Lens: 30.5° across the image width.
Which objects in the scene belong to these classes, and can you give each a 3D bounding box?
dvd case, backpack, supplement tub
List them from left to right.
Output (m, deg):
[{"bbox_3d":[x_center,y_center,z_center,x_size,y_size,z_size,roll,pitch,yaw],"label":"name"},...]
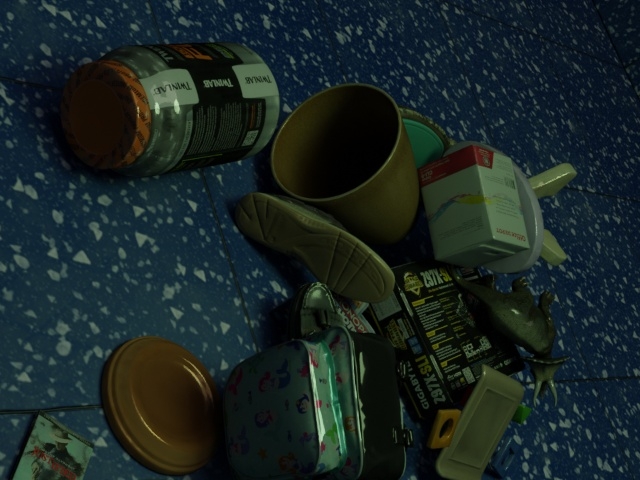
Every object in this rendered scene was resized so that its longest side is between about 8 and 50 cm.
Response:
[{"bbox_3d":[-0.325,0.274,1.415,0.087,0.013,0.119,40,37,-23],"label":"dvd case"},{"bbox_3d":[-0.222,-0.198,1.762,0.316,0.193,0.193,-17,76,-55],"label":"supplement tub"},{"bbox_3d":[-0.026,0.244,1.596,0.191,0.253,0.225,10,66,-41],"label":"backpack"}]

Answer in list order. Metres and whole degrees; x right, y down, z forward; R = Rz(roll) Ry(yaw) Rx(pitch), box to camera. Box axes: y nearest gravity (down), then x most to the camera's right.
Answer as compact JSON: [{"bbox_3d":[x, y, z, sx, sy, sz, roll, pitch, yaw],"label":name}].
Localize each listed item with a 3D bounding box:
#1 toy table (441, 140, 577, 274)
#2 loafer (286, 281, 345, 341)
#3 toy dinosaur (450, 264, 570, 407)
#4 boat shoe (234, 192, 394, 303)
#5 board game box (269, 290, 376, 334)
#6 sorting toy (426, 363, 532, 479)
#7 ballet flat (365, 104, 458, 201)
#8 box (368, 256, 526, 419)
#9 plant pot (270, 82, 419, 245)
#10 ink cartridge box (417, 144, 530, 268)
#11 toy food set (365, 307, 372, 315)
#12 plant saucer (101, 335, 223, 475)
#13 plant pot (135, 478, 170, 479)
[{"bbox_3d":[0.345,-0.056,2.181,0.161,0.252,0.274,5,59,-49],"label":"toy table"},{"bbox_3d":[0.006,0.187,1.764,0.096,0.084,0.267,7,72,-23],"label":"loafer"},{"bbox_3d":[0.360,0.139,2.128,0.313,0.121,0.160,50,19,-23],"label":"toy dinosaur"},{"bbox_3d":[0.000,0.000,1.902,0.285,0.102,0.092,28,26,7],"label":"boat shoe"},{"bbox_3d":[0.035,0.140,1.921,0.194,0.060,0.194,53,35,-5],"label":"board game box"},{"bbox_3d":[0.259,0.309,1.976,0.348,0.047,0.196,30,84,-55],"label":"sorting toy"},{"bbox_3d":[0.199,-0.162,2.314,0.483,0.164,0.182,26,22,-44],"label":"ballet flat"},{"bbox_3d":[0.226,0.158,2.107,0.322,0.079,0.257,-12,73,-57],"label":"box"},{"bbox_3d":[0.075,-0.102,2.037,0.254,0.237,0.237,51,28,-49],"label":"plant pot"},{"bbox_3d":[0.267,-0.055,2.051,0.128,0.127,0.176,14,61,-50],"label":"ink cartridge box"},{"bbox_3d":[0.088,0.089,2.063,0.078,0.019,0.122,39,37,-24],"label":"toy food set"},{"bbox_3d":[-0.204,0.217,1.588,0.200,0.037,0.200,30,42,-32],"label":"plant saucer"},{"bbox_3d":[-0.238,0.340,1.385,0.095,0.134,0.134,15,48,-13],"label":"plant pot"}]
